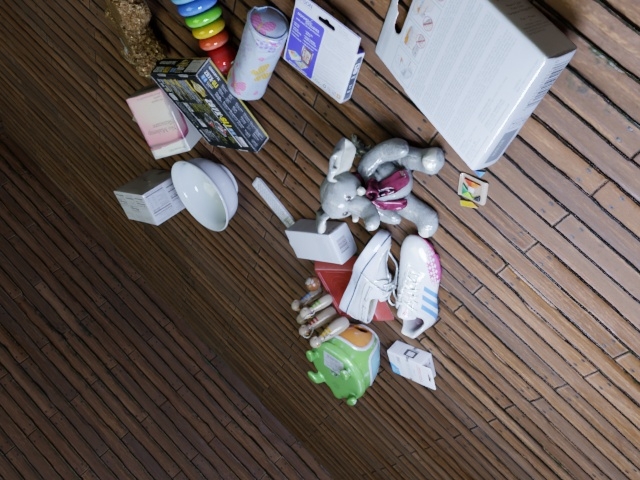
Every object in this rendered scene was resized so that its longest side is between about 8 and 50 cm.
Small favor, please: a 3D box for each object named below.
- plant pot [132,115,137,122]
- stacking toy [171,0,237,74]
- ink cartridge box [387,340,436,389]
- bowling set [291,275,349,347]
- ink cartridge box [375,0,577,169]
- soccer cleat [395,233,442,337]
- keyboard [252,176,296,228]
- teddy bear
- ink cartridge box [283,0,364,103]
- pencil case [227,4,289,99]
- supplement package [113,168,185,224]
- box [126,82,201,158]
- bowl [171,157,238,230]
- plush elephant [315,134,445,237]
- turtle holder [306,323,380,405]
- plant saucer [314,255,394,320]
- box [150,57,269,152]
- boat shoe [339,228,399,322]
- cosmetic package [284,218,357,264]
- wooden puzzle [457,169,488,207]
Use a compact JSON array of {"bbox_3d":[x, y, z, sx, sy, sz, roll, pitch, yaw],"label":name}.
[{"bbox_3d":[-0.613,-0.467,2.192,0.096,0.109,0.109,42,150,-11],"label":"plant pot"},{"bbox_3d":[-0.326,-0.616,1.650,0.141,0.141,0.330,16,139,42],"label":"stacking toy"},{"bbox_3d":[0.319,0.416,1.986,0.180,0.060,0.104,16,135,43],"label":"ink cartridge box"},{"bbox_3d":[-0.041,0.234,2.088,0.199,0.154,0.287,61,167,-16],"label":"bowling set"},{"bbox_3d":[0.284,-0.382,1.202,0.385,0.091,0.308,57,153,22],"label":"ink cartridge box"},{"bbox_3d":[0.270,0.141,1.679,0.116,0.143,0.331,21,138,39],"label":"soccer cleat"},{"bbox_3d":[-0.147,-0.109,2.063,0.256,0.014,0.072,51,149,-1],"label":"keyboard"},{"bbox_3d":[-0.604,-0.684,1.966,0.245,0.113,0.338,38,155,32],"label":"teddy bear"},{"bbox_3d":[0.010,-0.473,1.450,0.206,0.045,0.208,42,149,14],"label":"ink cartridge box"},{"bbox_3d":[-0.171,-0.497,1.592,0.273,0.114,0.124,-48,55,59],"label":"pencil case"},{"bbox_3d":[-0.694,-0.187,2.485,0.262,0.204,0.145,11,131,46],"label":"supplement package"},{"bbox_3d":[-0.540,-0.423,2.065,0.149,0.126,0.232,-12,119,18],"label":"box"},{"bbox_3d":[-0.398,-0.190,2.178,0.298,0.134,0.297,32,144,27],"label":"bowl"},{"bbox_3d":[0.116,-0.124,1.484,0.330,0.255,0.271,34,145,25],"label":"plush elephant"},{"bbox_3d":[0.113,0.444,2.118,0.243,0.227,0.320,1,125,50],"label":"turtle holder"},{"bbox_3d":[0.099,0.171,2.019,0.258,0.048,0.259,-2,121,52],"label":"plant saucer"},{"bbox_3d":[-0.340,-0.415,1.832,0.257,0.079,0.322,14,153,42],"label":"box"},{"bbox_3d":[0.173,0.130,1.779,0.156,0.136,0.367,34,134,15],"label":"boat shoe"},{"bbox_3d":[0.000,0.000,1.929,0.231,0.085,0.117,9,130,49],"label":"cosmetic package"},{"bbox_3d":[0.361,-0.121,1.412,0.079,0.014,0.116,24,140,36],"label":"wooden puzzle"}]
